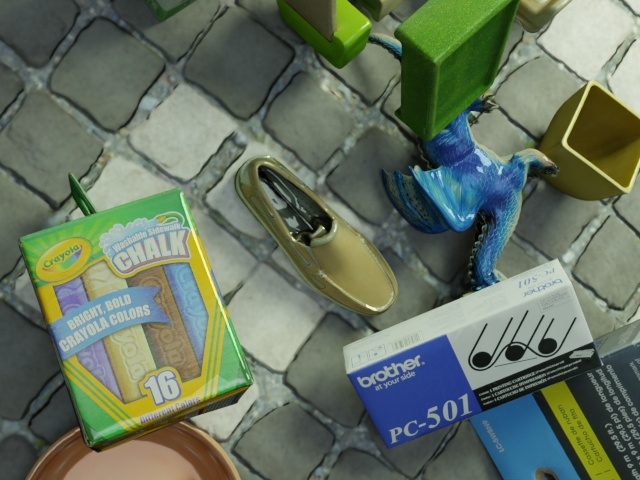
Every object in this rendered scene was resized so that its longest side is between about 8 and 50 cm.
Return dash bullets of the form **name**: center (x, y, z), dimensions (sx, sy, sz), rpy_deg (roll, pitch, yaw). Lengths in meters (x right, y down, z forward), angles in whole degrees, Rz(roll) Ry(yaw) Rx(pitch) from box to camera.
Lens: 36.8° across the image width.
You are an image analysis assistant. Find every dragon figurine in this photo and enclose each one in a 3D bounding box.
- **dragon figurine**: center (0.114, -0.056, 0.876), dimensions (0.289, 0.085, 0.144), rpy_deg (45, 80, -12)

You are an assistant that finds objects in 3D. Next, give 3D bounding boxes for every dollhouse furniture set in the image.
- **dollhouse furniture set**: center (0.127, -0.265, 0.809), dimensions (0.301, 0.151, 0.197), rpy_deg (-42, 74, -11)

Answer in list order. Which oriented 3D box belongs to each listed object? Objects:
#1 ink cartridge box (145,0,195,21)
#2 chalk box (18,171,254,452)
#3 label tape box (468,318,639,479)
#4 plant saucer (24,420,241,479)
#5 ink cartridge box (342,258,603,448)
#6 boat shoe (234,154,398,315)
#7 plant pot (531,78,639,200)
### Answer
- **ink cartridge box**: center (-0.080, -0.267, 0.762), dimensions (0.154, 0.212, 0.093), rpy_deg (-36, 98, -12)
- **chalk box**: center (-0.154, 0.046, 0.774), dimensions (0.132, 0.132, 0.213), rpy_deg (-18, 80, -13)
- **label tape box**: center (0.345, 0.186, 0.882), dimensions (0.334, 0.106, 0.240), rpy_deg (-30, 88, 31)
- **plant saucer**: center (-0.164, 0.244, 0.833), dimensions (0.200, 0.037, 0.199), rpy_deg (0, 91, -13)
- **ink cartridge box**: center (0.133, 0.103, 0.853), dimensions (0.207, 0.046, 0.097), rpy_deg (-24, 117, 8)
- **boat shoe**: center (0.000, 0.000, 0.854), dimensions (0.190, 0.072, 0.068), rpy_deg (41, 81, -11)
- **plant pot**: center (0.247, -0.086, 0.907), dimensions (0.081, 0.083, 0.081), rpy_deg (34, 66, -12)
